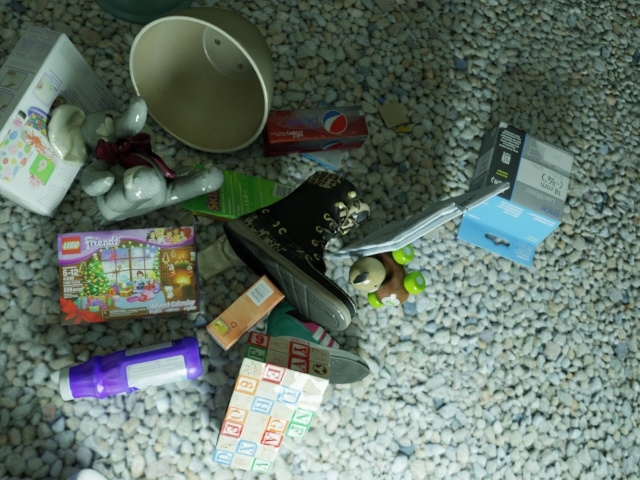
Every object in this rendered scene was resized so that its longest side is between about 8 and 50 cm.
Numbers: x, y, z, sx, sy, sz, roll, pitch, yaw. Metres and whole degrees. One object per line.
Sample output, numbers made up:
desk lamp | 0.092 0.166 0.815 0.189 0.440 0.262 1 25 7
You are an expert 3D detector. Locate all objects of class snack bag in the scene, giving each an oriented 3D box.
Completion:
snack bag | 0.236 -0.050 1.205 0.342 0.323 0.037 -27 92 -17

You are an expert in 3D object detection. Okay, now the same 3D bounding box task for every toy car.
toy car | 0.121 0.095 1.198 0.188 0.155 0.149 -12 78 -44

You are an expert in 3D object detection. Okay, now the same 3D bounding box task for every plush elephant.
plush elephant | -0.416 -0.186 1.100 0.272 0.330 0.255 -19 92 -56

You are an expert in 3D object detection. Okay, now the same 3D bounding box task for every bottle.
bottle | -0.399 0.277 1.089 0.282 0.118 0.092 -9 79 -16

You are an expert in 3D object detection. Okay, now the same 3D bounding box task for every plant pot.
plant pot | -0.459 -0.731 1.280 0.293 0.196 0.293 3 77 -12

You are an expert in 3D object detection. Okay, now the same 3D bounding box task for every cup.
cup | -0.245 -0.413 1.215 0.331 0.331 0.237 25 47 -6

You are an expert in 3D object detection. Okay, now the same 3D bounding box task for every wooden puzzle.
wooden puzzle | 0.203 -0.352 1.435 0.078 0.014 0.116 -15 81 -20

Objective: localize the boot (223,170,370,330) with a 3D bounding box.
boot | 0.000 0.000 1.110 0.284 0.138 0.377 -37 49 -25

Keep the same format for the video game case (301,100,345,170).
video game case | 0.021 -0.284 1.375 0.119 0.015 0.166 24 73 -6

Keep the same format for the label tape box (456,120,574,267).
label tape box | 0.544 -0.126 1.409 0.240 0.106 0.334 21 73 -6

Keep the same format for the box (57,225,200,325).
box | -0.426 0.077 1.146 0.293 0.057 0.201 -4 84 -11

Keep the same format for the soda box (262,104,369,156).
soda box | -0.015 -0.283 1.314 0.263 0.083 0.092 -7 77 -13

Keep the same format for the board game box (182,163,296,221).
board game box | -0.194 -0.101 1.236 0.259 0.039 0.124 13 67 -14

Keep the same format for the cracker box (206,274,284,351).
cracker box | -0.170 0.164 1.109 0.155 0.232 0.067 -42 87 -19

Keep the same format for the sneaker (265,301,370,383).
sneaker | -0.012 0.223 1.196 0.295 0.124 0.178 29 35 -35

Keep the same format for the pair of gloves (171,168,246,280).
pair of gloves | -0.240 -0.043 1.244 0.204 0.042 0.240 -22 83 -17

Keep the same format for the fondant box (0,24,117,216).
fondant box | -0.602 -0.249 1.099 0.096 0.238 0.330 16 72 11

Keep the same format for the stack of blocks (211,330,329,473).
stack of blocks | -0.106 0.349 1.064 0.171 0.087 0.297 17 116 -7

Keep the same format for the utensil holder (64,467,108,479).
utensil holder | -0.518 0.647 0.868 0.385 0.327 0.328 -28 84 -16
